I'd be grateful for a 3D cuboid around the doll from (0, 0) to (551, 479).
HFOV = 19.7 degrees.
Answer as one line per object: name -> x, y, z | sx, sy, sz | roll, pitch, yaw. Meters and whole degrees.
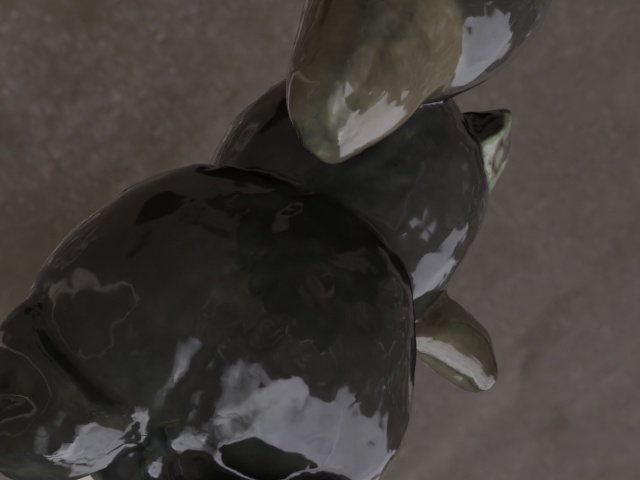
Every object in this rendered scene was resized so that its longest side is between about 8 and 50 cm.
doll -> -0.032, -0.014, 1.014 | 0.382, 0.252, 0.378 | -56, 155, -48
